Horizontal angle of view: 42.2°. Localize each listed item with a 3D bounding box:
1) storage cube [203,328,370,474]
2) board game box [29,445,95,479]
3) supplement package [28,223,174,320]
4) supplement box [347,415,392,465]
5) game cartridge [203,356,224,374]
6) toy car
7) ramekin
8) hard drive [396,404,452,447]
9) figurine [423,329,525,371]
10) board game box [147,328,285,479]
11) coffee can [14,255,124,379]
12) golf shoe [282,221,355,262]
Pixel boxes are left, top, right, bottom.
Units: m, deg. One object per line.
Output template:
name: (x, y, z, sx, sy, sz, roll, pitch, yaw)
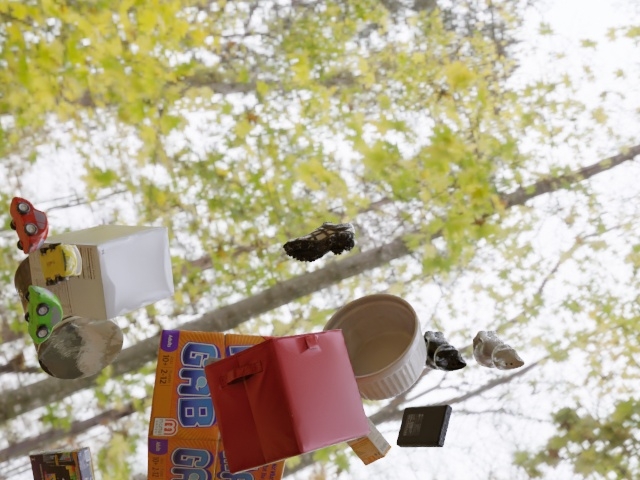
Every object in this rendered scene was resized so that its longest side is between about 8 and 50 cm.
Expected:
storage cube: (-0.056, 0.277, 1.440, 0.183, 0.215, 0.193, -27, -108, 37)
board game box: (-0.565, 0.549, 1.841, 0.141, 0.048, 0.170, -12, -92, 24)
supplement package: (-0.436, 0.057, 1.662, 0.203, 0.194, 0.149, 3, -77, 33)
supplement box: (0.084, 0.389, 1.637, 0.098, 0.036, 0.062, 50, -48, -1)
game cartridge: (-0.257, 0.330, 2.123, 0.083, 0.056, 0.017, 7, -27, 24)
toy car: (-0.455, 0.065, 1.378, 0.239, 0.053, 0.225, 35, -56, 43)
ramekin: (0.109, 0.216, 1.628, 0.207, 0.207, 0.109, 26, -26, 46)
hard drive: (0.231, 0.415, 1.855, 0.135, 0.022, 0.094, -18, -135, 51)
figurine: (0.347, 0.264, 1.908, 0.209, 0.214, 0.092, -149, -122, -88)
board game box: (-0.285, 0.505, 2.314, 0.356, 0.356, 0.357, -94, -169, -46)
coffee can: (-0.614, 0.169, 2.018, 0.275, 0.201, 0.201, 53, -38, 42)
golf shoe: (0.000, 0.000, 2.185, 0.198, 0.094, 0.077, -8, -53, 17)
